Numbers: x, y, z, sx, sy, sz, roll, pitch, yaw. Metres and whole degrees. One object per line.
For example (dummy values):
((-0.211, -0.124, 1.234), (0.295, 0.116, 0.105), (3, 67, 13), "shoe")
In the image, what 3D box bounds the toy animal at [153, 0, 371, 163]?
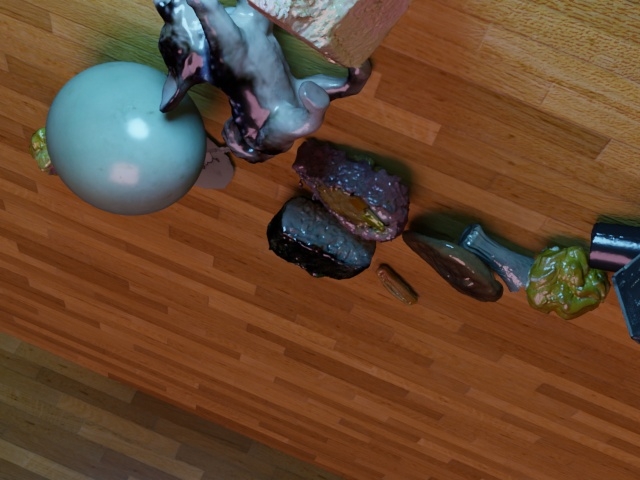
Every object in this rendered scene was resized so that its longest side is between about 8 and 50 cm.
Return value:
((-0.141, -0.272, 1.391), (0.344, 0.194, 0.303), (41, 141, -18), "toy animal")

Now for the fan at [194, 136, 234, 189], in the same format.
((-0.222, -0.186, 1.762), (0.415, 0.012, 0.233), (0, 144, 39), "fan")

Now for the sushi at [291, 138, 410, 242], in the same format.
((0.063, -0.088, 1.624), (0.241, 0.107, 0.161), (22, 151, 19), "sushi")

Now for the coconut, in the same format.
((0.025, -0.369, 1.086), (0.233, 0.245, 0.233), (34, -170, -7), "coconut")

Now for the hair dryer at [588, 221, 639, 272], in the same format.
((0.588, 0.063, 1.528), (0.197, 0.089, 0.251), (9, 153, 24), "hair dryer")

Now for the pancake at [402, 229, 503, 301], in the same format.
((0.255, 0.053, 1.693), (0.242, 0.050, 0.242), (36, 170, 7), "pancake")

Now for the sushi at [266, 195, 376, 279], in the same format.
((0.000, 0.000, 1.793), (0.225, 0.124, 0.127), (23, 151, -10), "sushi")

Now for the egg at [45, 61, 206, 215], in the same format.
((-0.358, -0.188, 1.567), (0.276, 0.276, 0.389), (44, 169, -31), "egg")

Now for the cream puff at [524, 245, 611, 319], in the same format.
((0.464, 0.082, 1.593), (0.156, 0.121, 0.156), (20, 152, 12), "cream puff")

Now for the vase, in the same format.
((0.337, 0.029, 1.652), (0.149, 0.081, 0.081), (34, 149, -11), "vase")

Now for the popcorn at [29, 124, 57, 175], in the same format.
((-0.566, -0.200, 1.860), (0.126, 0.145, 0.126), (-41, 97, 20), "popcorn")

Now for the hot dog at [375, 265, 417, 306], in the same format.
((0.170, 0.103, 1.931), (0.044, 0.028, 0.137), (-32, 125, 25), "hot dog")

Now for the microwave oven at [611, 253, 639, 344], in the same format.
((0.636, 0.071, 1.289), (0.238, 0.181, 0.295), (33, 122, -17), "microwave oven")
